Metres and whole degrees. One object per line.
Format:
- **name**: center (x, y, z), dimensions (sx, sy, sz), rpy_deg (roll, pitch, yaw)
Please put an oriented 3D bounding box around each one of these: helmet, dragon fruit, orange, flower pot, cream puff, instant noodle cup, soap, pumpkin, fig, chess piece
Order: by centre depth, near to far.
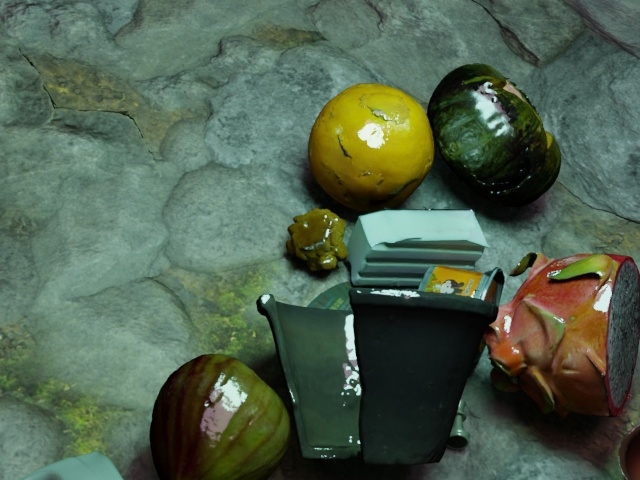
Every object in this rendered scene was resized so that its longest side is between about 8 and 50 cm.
- **fig**: center (-0.163, 0.318, 1.436), dimensions (0.217, 0.217, 0.321), rpy_deg (18, 34, 2)
- **flower pot**: center (0.090, 0.213, 1.558), dimensions (0.379, 0.379, 0.251), rpy_deg (3, 80, -12)
- **helmet**: center (0.560, 0.383, 1.663), dimensions (0.175, 0.106, 0.155), rpy_deg (-16, 57, -19)
- **chess piece**: center (0.230, 0.303, 1.697), dimensions (0.042, 0.042, 0.093), rpy_deg (13, 41, -3)
- **dragon fruit**: center (0.407, 0.155, 1.715), dimensions (0.226, 0.305, 0.305), rpy_deg (2, 41, 29)
- **instant noodle cup**: center (0.237, 0.116, 1.784), dimensions (0.125, 0.177, 0.208), rpy_deg (17, 27, 18)
- **soap**: center (0.177, 0.011, 1.860), dimensions (0.230, 0.145, 0.091), rpy_deg (2, 49, -20)
- **cream puff**: center (0.000, 0.000, 1.861), dimensions (0.116, 0.094, 0.122), rpy_deg (-43, 53, 7)
- **orange**: center (0.098, -0.178, 1.939), dimensions (0.246, 0.246, 0.246), rpy_deg (7, 48, -8)
- **pumpkin**: center (0.343, -0.208, 2.012), dimensions (0.320, 0.192, 0.320), rpy_deg (44, 18, -18)

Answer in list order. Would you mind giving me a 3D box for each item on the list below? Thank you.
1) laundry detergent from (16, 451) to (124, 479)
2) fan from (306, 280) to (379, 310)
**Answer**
- **laundry detergent**: center (-0.424, 0.459, 1.341), dimensions (0.398, 0.124, 0.264), rpy_deg (-21, 60, -26)
- **fan**: center (0.075, 0.193, 1.768), dimensions (0.223, 0.012, 0.294), rpy_deg (-16, 55, -26)
